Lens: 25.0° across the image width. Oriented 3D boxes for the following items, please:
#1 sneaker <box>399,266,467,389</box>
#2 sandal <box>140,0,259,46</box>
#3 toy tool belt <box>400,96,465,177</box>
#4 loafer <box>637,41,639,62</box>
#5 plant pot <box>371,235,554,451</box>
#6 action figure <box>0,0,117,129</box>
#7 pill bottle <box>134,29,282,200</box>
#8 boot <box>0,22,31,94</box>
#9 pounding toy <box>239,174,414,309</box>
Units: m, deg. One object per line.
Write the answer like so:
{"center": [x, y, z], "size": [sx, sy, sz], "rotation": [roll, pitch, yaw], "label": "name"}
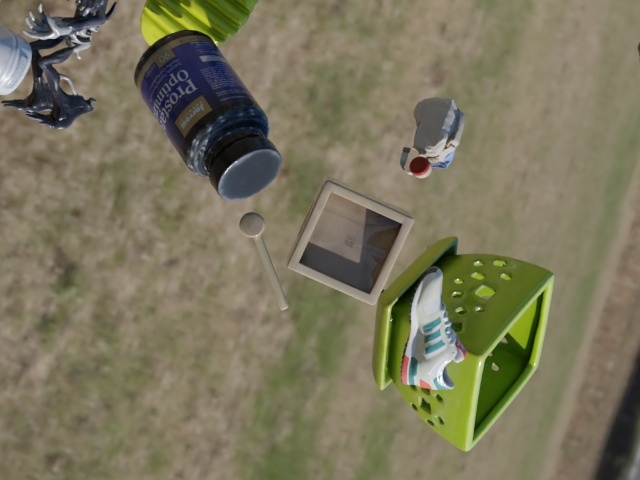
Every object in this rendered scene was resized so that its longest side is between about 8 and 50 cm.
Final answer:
{"center": [0.145, 0.109, 1.753], "size": [0.057, 0.075, 0.161], "rotation": [-45, 146, -64], "label": "sneaker"}
{"center": [-0.119, -0.376, 2.026], "size": [0.317, 0.126, 0.138], "rotation": [-37, -166, 11], "label": "sandal"}
{"center": [0.109, -0.091, 1.365], "size": [0.051, 0.052, 0.083], "rotation": [45, 59, -61], "label": "toy tool belt"}
{"center": [0.473, -0.245, 1.629], "size": [0.109, 0.095, 0.302], "rotation": [-15, 168, -39], "label": "loafer"}
{"center": [0.206, 0.143, 2.217], "size": [0.227, 0.207, 0.228], "rotation": [-42, 149, -37], "label": "plant pot"}
{"center": [-0.337, -0.285, 1.828], "size": [0.141, 0.164, 0.275], "rotation": [1, 111, -35], "label": "action figure"}
{"center": [-0.142, -0.160, 1.868], "size": [0.123, 0.219, 0.123], "rotation": [-25, 149, -17], "label": "pill bottle"}
{"center": [-0.419, -0.235, 1.571], "size": [0.123, 0.258, 0.095], "rotation": [27, 88, -40], "label": "boot"}
{"center": [-0.009, 0.006, 1.916], "size": [0.094, 0.206, 0.181], "rotation": [-98, -148, -82], "label": "pounding toy"}
